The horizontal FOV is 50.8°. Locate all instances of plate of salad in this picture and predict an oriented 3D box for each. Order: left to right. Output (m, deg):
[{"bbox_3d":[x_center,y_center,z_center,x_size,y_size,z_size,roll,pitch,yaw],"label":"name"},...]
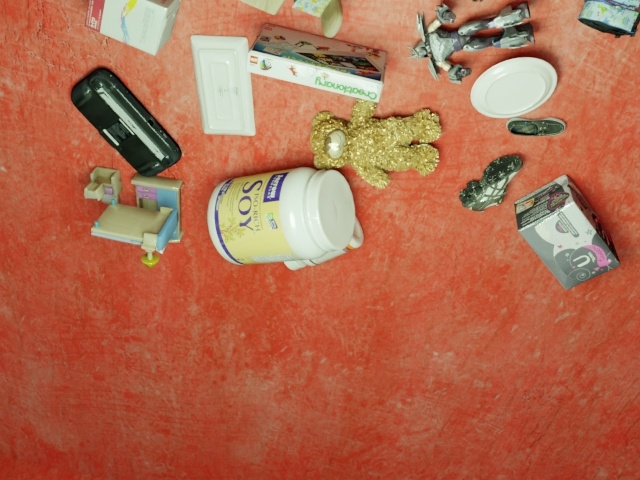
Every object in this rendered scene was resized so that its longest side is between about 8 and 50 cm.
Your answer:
[{"bbox_3d":[0.454,-0.364,1.593,0.200,0.048,0.199,-3,148,-2],"label":"plate of salad"}]

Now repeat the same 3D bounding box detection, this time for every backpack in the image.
[{"bbox_3d":[0.621,-0.491,1.450,0.115,0.105,0.084,16,105,-2],"label":"backpack"}]

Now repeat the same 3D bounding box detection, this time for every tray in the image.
[{"bbox_3d":[-0.247,-0.384,1.717,0.145,0.030,0.270,3,127,6],"label":"tray"}]

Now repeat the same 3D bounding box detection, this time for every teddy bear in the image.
[{"bbox_3d":[0.139,-0.245,1.708,0.338,0.113,0.245,16,125,-3],"label":"teddy bear"}]

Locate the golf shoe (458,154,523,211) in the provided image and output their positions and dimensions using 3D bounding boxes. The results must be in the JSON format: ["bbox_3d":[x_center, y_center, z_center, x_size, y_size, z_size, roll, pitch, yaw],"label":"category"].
[{"bbox_3d":[0.459,-0.146,1.762,0.094,0.077,0.198,28,132,-29],"label":"golf shoe"}]

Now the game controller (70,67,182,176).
[{"bbox_3d":[-0.521,-0.308,1.811,0.167,0.067,0.319,-18,122,38],"label":"game controller"}]

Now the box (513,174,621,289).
[{"bbox_3d":[0.648,-0.018,1.773,0.163,0.142,0.247,-31,117,28],"label":"box"}]

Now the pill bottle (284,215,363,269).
[{"bbox_3d":[0.000,0.000,1.907,0.221,0.121,0.121,-23,120,25],"label":"pill bottle"}]

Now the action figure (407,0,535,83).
[{"bbox_3d":[0.330,-0.458,1.525,0.285,0.099,0.185,-11,130,21],"label":"action figure"}]

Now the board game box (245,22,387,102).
[{"bbox_3d":[-0.002,-0.413,1.552,0.306,0.193,0.053,14,127,0],"label":"board game box"}]

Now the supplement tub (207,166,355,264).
[{"bbox_3d":[-0.101,-0.063,1.767,0.332,0.241,0.241,-6,127,30],"label":"supplement tub"}]

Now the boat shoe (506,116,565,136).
[{"bbox_3d":[0.532,-0.275,1.662,0.142,0.040,0.049,3,127,8],"label":"boat shoe"}]

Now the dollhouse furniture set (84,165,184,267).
[{"bbox_3d":[-0.534,-0.027,1.862,0.287,0.303,0.198,9,127,2],"label":"dollhouse furniture set"}]

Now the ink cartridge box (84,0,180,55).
[{"bbox_3d":[-0.431,-0.538,1.568,0.176,0.128,0.127,22,127,-7],"label":"ink cartridge box"}]

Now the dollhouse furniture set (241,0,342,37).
[{"bbox_3d":[-0.042,-0.577,1.286,0.362,0.256,0.394,15,142,-29],"label":"dollhouse furniture set"}]
